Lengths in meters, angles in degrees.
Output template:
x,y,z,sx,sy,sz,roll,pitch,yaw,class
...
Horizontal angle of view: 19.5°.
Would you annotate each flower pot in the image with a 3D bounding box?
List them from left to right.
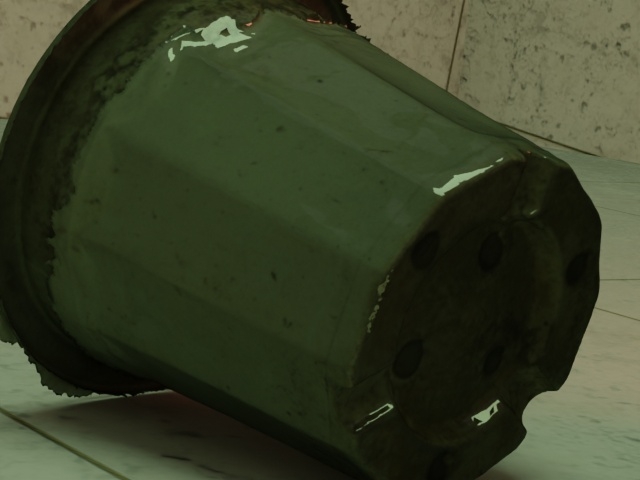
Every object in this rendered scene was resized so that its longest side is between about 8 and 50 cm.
x,y,z,sx,sy,sz,roll,pitch,yaw,class
0.000,0.000,1.006,0.259,0.290,0.290,26,19,39,flower pot
